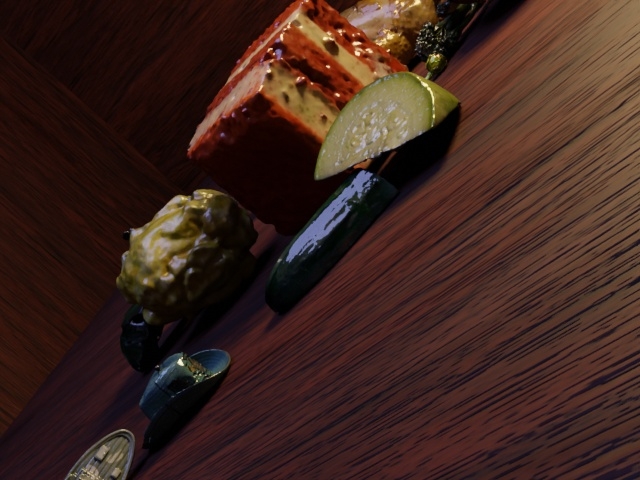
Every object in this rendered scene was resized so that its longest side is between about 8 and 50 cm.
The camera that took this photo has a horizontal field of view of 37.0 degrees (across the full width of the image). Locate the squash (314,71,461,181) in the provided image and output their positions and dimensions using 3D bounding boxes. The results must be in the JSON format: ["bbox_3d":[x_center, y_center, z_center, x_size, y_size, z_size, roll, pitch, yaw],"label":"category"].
[{"bbox_3d":[0.128,-0.167,1.422,0.237,0.155,0.204,-18,51,41],"label":"squash"}]

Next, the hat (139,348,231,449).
[{"bbox_3d":[-0.220,0.217,1.408,0.191,0.078,0.138,-45,9,12],"label":"hat"}]

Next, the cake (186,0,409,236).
[{"bbox_3d":[-0.029,-0.213,1.652,0.270,0.269,0.319,-33,26,49],"label":"cake"}]

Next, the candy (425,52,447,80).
[{"bbox_3d":[0.186,-0.287,1.740,0.123,0.035,0.035,-56,-21,5],"label":"candy"}]

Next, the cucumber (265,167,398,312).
[{"bbox_3d":[0.000,0.000,1.376,0.244,0.063,0.115,-50,11,-3],"label":"cucumber"}]

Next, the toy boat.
[{"bbox_3d":[-0.337,0.370,1.325,0.260,0.078,0.085,-56,-3,-33],"label":"toy boat"}]

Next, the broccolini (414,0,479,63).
[{"bbox_3d":[0.280,-0.497,1.842,0.079,0.074,0.392,12,62,28],"label":"broccolini"}]

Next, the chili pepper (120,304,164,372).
[{"bbox_3d":[-0.334,0.141,1.971,0.148,0.116,0.264,-2,48,49],"label":"chili pepper"}]

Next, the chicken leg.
[{"bbox_3d":[0.164,-0.414,2.011,0.409,0.182,0.295,-17,39,39],"label":"chicken leg"}]

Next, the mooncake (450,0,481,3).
[{"bbox_3d":[0.313,-0.581,1.713,0.326,0.174,0.334,-36,29,6],"label":"mooncake"}]

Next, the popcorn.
[{"bbox_3d":[-0.249,0.031,1.804,0.286,0.215,0.252,-33,13,7],"label":"popcorn"}]
